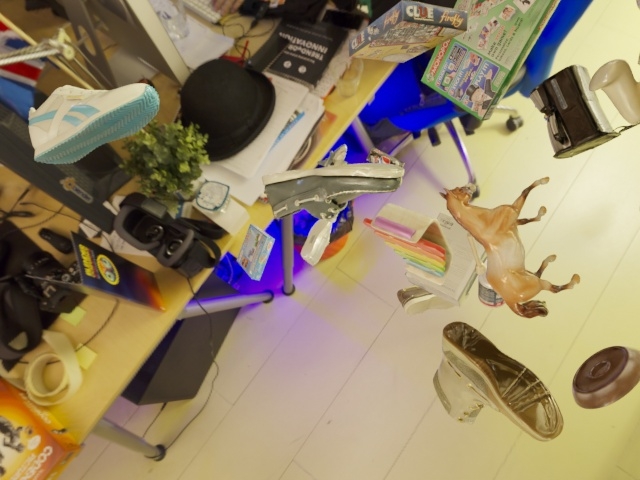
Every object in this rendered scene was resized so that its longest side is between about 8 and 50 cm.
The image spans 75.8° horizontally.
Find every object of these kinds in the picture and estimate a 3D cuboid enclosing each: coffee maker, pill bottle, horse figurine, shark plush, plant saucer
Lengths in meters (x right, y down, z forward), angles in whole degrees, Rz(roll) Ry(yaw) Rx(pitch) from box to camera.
[{"bbox_3d":[0.590,-0.298,0.930,0.171,0.120,0.178,-20,79,28],"label":"coffee maker"},{"bbox_3d":[0.647,0.159,1.540,0.107,0.180,0.108,-11,42,10],"label":"pill bottle"},{"bbox_3d":[0.312,0.017,0.658,0.174,0.066,0.264,-19,94,-16],"label":"horse figurine"},{"bbox_3d":[0.045,-0.278,1.401,0.073,0.161,0.067,-3,90,-20],"label":"shark plush"},{"bbox_3d":[1.074,0.503,1.558,0.050,0.310,0.310,44,81,8],"label":"plant saucer"}]

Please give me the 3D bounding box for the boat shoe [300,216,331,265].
[{"bbox_3d":[0.000,0.000,1.338,0.066,0.063,0.184,-9,44,35],"label":"boat shoe"}]

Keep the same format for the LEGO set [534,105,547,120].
[{"bbox_3d":[1.090,-0.614,1.937,0.093,0.227,0.087,-6,101,-6],"label":"LEGO set"}]

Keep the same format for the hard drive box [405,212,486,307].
[{"bbox_3d":[0.401,0.058,1.273,0.181,0.089,0.232,28,81,29],"label":"hard drive box"}]

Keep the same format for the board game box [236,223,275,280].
[{"bbox_3d":[-0.245,0.038,1.528,0.039,0.211,0.160,18,96,-30],"label":"board game box"}]

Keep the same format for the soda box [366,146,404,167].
[{"bbox_3d":[0.301,-0.367,1.910,0.168,0.053,0.060,28,35,7],"label":"soda box"}]

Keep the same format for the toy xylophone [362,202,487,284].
[{"bbox_3d":[0.251,0.018,0.966,0.236,0.322,0.081,23,79,42],"label":"toy xylophone"}]

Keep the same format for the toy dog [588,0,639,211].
[{"bbox_3d":[0.623,-0.281,0.582,0.395,0.284,0.408,-18,85,19],"label":"toy dog"}]

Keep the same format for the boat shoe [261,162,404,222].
[{"bbox_3d":[0.015,-0.084,0.749,0.319,0.116,0.099,4,103,43],"label":"boat shoe"}]

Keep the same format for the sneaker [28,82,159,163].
[{"bbox_3d":[-0.357,-0.198,0.634,0.228,0.087,0.092,-18,87,13],"label":"sneaker"}]

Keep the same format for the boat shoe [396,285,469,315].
[{"bbox_3d":[0.466,0.226,1.693,0.324,0.117,0.097,-7,43,-23],"label":"boat shoe"}]

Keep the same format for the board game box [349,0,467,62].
[{"bbox_3d":[0.192,-0.474,0.953,0.164,0.243,0.042,-4,98,-22],"label":"board game box"}]

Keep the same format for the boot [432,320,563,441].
[{"bbox_3d":[0.270,0.255,0.666,0.077,0.165,0.213,-19,42,-24],"label":"boot"}]

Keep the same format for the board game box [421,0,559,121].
[{"bbox_3d":[0.393,-0.482,0.977,0.046,0.317,0.213,-18,54,-36],"label":"board game box"}]
